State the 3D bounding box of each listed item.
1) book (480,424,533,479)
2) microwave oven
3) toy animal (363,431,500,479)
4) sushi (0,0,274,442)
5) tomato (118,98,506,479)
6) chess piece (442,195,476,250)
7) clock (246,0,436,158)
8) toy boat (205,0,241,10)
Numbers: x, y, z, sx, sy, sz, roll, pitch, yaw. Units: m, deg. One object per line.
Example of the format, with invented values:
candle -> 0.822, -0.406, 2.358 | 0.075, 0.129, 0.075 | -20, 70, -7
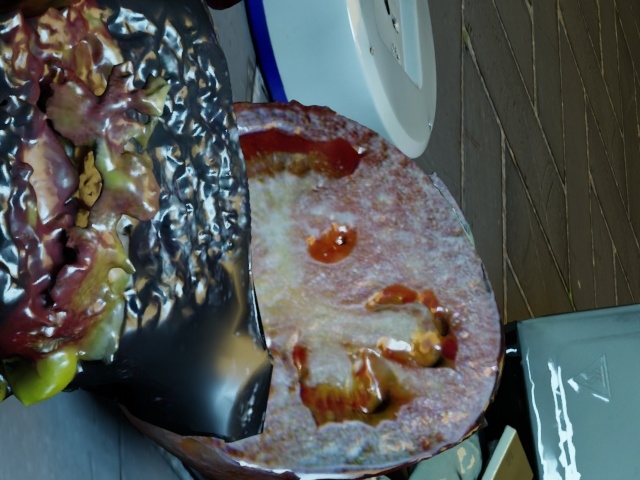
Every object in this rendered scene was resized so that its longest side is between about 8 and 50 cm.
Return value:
book -> 0.112, 0.230, 1.334 | 0.172, 0.012, 0.118 | -63, 159, -17
microwave oven -> 0.288, 0.236, 1.590 | 0.218, 0.286, 0.355 | 133, -51, -79
toy animal -> 0.087, 0.182, 1.338 | 0.217, 0.073, 0.176 | 65, 32, -57
sushi -> -0.113, -0.019, 0.675 | 0.150, 0.153, 0.172 | -9, 112, -56
tomato -> -0.022, 0.038, 0.898 | 0.085, 0.225, 0.225 | 126, -25, -48
chess piece -> 0.000, 0.060, 1.043 | 0.243, 0.133, 0.133 | -53, 132, -59
clock -> 0.018, -0.165, 1.290 | 0.230, 0.083, 0.230 | -11, 90, -75
toy boat -> -0.084, -0.241, 0.894 | 0.309, 0.129, 0.142 | 51, 46, -43
